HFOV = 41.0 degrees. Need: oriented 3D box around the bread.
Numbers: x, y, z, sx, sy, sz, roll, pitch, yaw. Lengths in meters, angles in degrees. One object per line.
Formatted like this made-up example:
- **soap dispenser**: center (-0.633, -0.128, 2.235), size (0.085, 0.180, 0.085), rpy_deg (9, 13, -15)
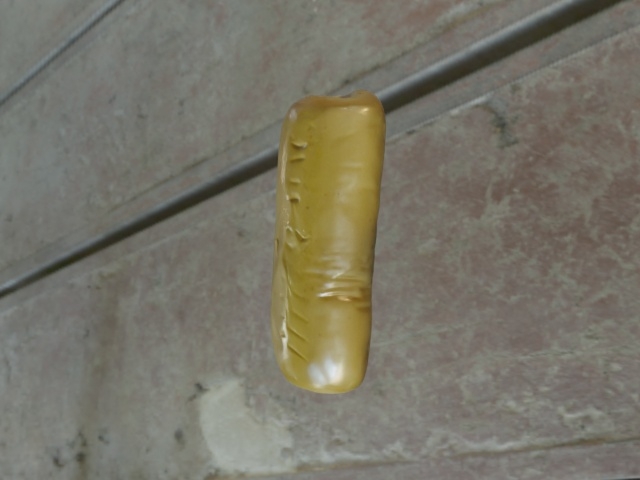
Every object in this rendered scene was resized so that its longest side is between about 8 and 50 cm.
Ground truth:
- **bread**: center (0.000, 0.000, 0.864), size (0.142, 0.091, 0.305), rpy_deg (24, 113, 61)
